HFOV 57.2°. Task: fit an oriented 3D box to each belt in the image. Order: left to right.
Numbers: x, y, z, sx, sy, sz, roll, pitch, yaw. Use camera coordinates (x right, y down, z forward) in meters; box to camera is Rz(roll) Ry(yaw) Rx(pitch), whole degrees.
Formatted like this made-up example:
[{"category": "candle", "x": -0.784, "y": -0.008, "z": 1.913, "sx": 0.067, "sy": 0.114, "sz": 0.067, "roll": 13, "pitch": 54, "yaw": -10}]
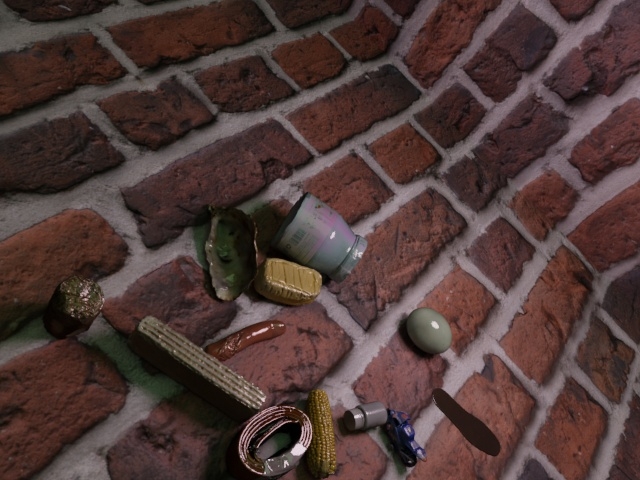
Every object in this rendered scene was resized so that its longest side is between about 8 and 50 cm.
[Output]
[{"category": "belt", "x": -0.142, "y": 0.592, "z": 1.700, "sx": 0.184, "sy": 0.105, "sz": 0.261, "roll": 50, "pitch": 43, "yaw": 12}]

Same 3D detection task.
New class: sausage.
[{"category": "sausage", "x": -0.236, "y": 0.313, "z": 1.866, "sx": 0.304, "sy": 0.078, "sz": 0.078, "roll": -19, "pitch": 69, "yaw": -41}]

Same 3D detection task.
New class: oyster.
[{"category": "oyster", "x": -0.283, "y": 0.008, "z": 2.001, "sx": 0.111, "sy": 0.204, "sz": 0.396, "roll": 41, "pitch": 32, "yaw": -57}]

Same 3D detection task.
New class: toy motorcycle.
[{"category": "toy motorcycle", "x": 0.270, "y": 0.636, "z": 1.921, "sx": 0.076, "sy": 0.114, "sz": 0.205, "roll": -8, "pitch": 62, "yaw": -37}]

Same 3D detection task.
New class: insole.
[{"category": "insole", "x": 0.531, "y": 0.663, "z": 2.144, "sx": 0.328, "sy": 0.007, "sz": 0.111, "roll": 43, "pitch": 45, "yaw": 2}]

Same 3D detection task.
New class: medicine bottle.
[{"category": "medicine bottle", "x": 0.000, "y": 0.000, "z": 2.135, "sx": 0.290, "sy": 0.245, "sz": 0.245, "roll": 34, "pitch": 46, "yaw": -10}, {"category": "medicine bottle", "x": 0.146, "y": 0.573, "z": 1.912, "sx": 0.130, "sy": 0.080, "sz": 0.080, "roll": -2, "pitch": 59, "yaw": -33}]

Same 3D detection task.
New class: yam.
[{"category": "yam", "x": -0.664, "y": 0.183, "z": 1.583, "sx": 0.128, "sy": 0.238, "sz": 0.129, "roll": 37, "pitch": 52, "yaw": -12}]

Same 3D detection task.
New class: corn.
[{"category": "corn", "x": -0.001, "y": 0.589, "z": 1.799, "sx": 0.091, "sy": 0.091, "sz": 0.260, "roll": -10, "pitch": 54, "yaw": 10}]

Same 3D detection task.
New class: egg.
[{"category": "egg", "x": 0.408, "y": 0.339, "z": 2.204, "sx": 0.192, "sy": 0.149, "sz": 0.149, "roll": 47, "pitch": 46, "yaw": 1}]

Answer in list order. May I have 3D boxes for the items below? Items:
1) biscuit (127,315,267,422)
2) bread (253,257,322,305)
[{"category": "biscuit", "x": -0.360, "y": 0.375, "z": 1.698, "sx": 0.426, "sy": 0.144, "sz": 0.078, "roll": 37, "pitch": 47, "yaw": -7}, {"category": "bread", "x": -0.115, "y": 0.149, "z": 2.040, "sx": 0.236, "sy": 0.106, "sz": 0.140, "roll": 17, "pitch": 49, "yaw": -22}]
